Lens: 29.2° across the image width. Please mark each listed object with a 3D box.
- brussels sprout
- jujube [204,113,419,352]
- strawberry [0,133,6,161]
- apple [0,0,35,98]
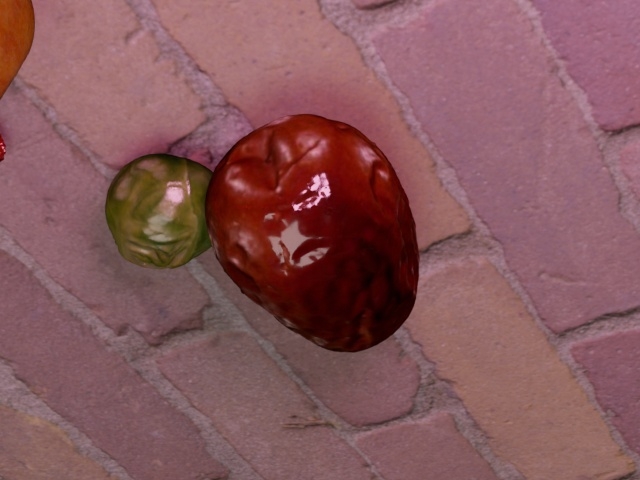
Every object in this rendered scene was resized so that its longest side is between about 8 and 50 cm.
[{"bbox_3d":[-0.184,-0.032,1.446,0.155,0.117,0.155,-6,124,-9],"label":"brussels sprout"},{"bbox_3d":[0.000,0.000,1.409,0.223,0.223,0.318,-14,141,16],"label":"jujube"},{"bbox_3d":[-0.406,-0.116,1.415,0.073,0.073,0.083,-11,117,13],"label":"strawberry"},{"bbox_3d":[-0.412,-0.211,1.196,0.264,0.264,0.264,2,134,2],"label":"apple"}]
